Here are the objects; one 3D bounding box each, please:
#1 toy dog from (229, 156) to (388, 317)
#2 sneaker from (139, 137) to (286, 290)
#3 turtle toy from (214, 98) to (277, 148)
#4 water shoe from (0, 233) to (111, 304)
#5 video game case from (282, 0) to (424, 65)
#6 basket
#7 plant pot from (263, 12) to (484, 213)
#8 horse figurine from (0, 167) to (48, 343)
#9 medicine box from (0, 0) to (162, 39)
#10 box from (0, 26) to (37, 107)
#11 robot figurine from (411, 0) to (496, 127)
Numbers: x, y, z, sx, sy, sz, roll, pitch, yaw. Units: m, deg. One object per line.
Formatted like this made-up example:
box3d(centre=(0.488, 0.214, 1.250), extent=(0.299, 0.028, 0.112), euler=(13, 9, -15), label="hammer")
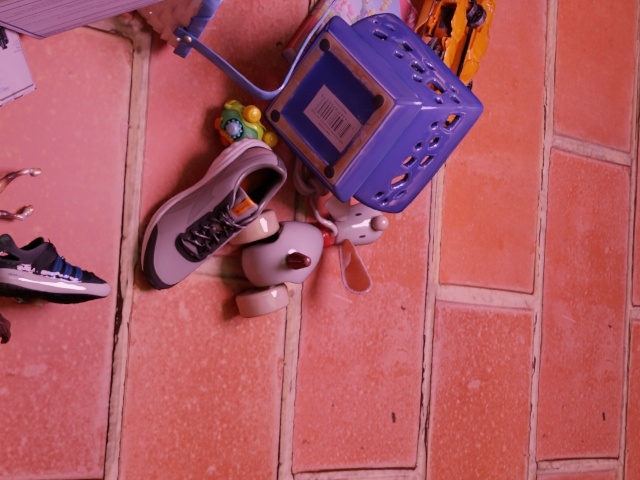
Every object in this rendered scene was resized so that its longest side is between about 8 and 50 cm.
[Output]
box3d(centre=(0.000, 0.000, 1.915), extent=(0.334, 0.161, 0.220), euler=(-46, 119, -34), label="toy dog")
box3d(centre=(-0.157, -0.037, 1.774), extent=(0.271, 0.108, 0.100), euler=(-48, 125, -7), label="sneaker")
box3d(centre=(-0.114, -0.156, 1.865), extent=(0.066, 0.095, 0.130), euler=(-41, 118, -13), label="turtle toy")
box3d(centre=(-0.345, 0.035, 1.568), extent=(0.203, 0.073, 0.080), euler=(14, 67, -57), label="water shoe")
box3d(centre=(0.065, -0.342, 2.078), extent=(0.204, 0.025, 0.285), euler=(51, 57, -31), label="video game case")
box3d(centre=(-0.126, -0.373, 1.752), extent=(0.289, 0.201, 0.255), euler=(34, 63, -6), label="basket")
box3d(centre=(0.067, -0.195, 1.854), extent=(0.236, 0.236, 0.212), euler=(49, 26, 20), label="plant pot")
box3d(centre=(-0.432, 0.005, 1.565), extent=(0.174, 0.066, 0.263), euler=(-3, 88, -51), label="horse figurine")
box3d(centre=(-0.281, -0.364, 1.491), extent=(0.289, 0.263, 0.149), euler=(-56, 130, -85), label="medicine box")
box3d(centre=(-0.451, -0.299, 1.479), extent=(0.169, 0.087, 0.290), euler=(-81, 155, -74), label="box")
box3d(centre=(0.223, -0.330, 2.164), extent=(0.211, 0.085, 0.291), euler=(30, 76, -53), label="robot figurine")
